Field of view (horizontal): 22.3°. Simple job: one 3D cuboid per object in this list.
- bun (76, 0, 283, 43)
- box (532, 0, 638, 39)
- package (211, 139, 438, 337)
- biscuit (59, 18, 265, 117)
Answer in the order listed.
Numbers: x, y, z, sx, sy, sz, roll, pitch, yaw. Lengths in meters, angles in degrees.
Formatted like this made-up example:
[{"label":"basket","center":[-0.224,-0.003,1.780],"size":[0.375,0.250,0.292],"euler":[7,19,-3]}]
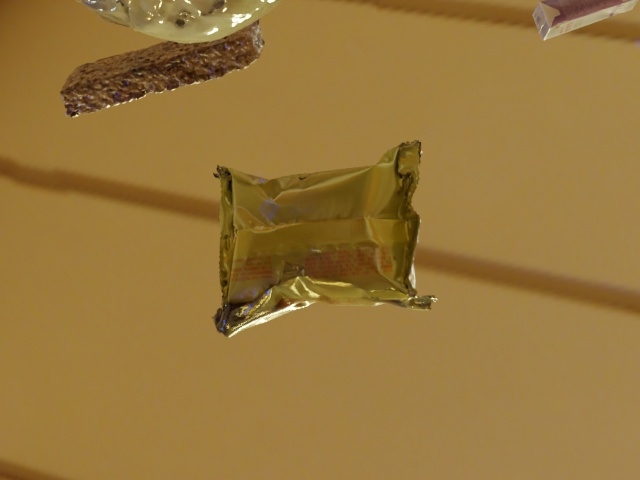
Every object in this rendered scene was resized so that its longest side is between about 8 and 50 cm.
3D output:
[{"label":"bun","center":[-0.140,-0.272,1.205],"size":[0.287,0.287,0.146],"euler":[14,-146,27]},{"label":"box","center":[0.304,-0.268,1.854],"size":[0.117,0.050,0.036],"euler":[-20,-99,-4]},{"label":"package","center":[0.000,0.000,1.502],"size":[0.226,0.090,0.168],"euler":[-6,-98,24]},{"label":"biscuit","center":[-0.150,-0.164,1.531],"size":[0.199,0.034,0.064],"euler":[-15,-153,11]}]
